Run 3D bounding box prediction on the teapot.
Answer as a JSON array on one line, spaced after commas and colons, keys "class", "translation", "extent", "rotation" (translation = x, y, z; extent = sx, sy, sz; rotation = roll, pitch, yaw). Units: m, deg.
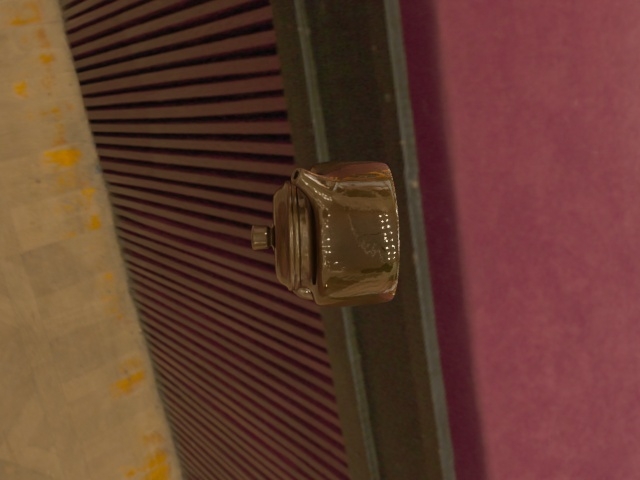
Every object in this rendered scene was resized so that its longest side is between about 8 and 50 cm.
[{"class": "teapot", "translation": [0.000, 0.000, 0.937], "extent": [0.175, 0.186, 0.268], "rotation": [-1, 142, -3]}]
